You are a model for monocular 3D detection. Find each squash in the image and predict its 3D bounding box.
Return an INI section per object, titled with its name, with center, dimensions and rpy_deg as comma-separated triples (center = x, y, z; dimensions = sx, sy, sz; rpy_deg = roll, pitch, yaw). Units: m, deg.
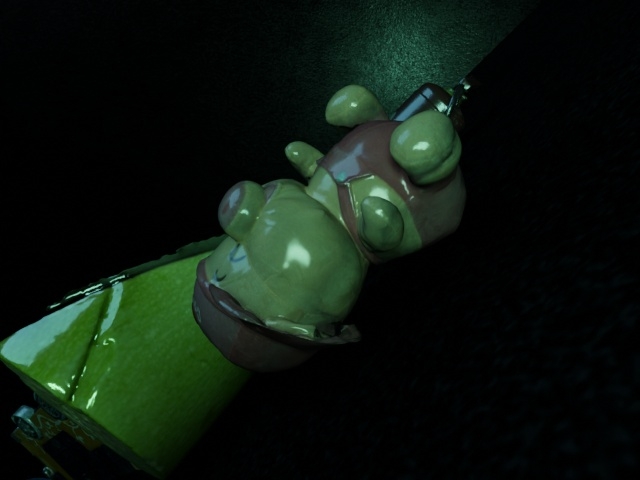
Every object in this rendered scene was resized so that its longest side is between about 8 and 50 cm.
[squash]
center = -0.154, 0.085, 0.601
dimensions = 0.309, 0.210, 0.234
rpy_deg = -55, -9, -31

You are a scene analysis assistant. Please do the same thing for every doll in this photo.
[doll]
center = -0.003, -0.003, 0.426
dimensions = 0.256, 0.152, 0.196
rpy_deg = -46, 2, 4

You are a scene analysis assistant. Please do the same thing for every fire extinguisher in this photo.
[fire extinguisher]
center = 0.123, -0.137, 0.821
dimensions = 0.341, 0.105, 0.141
rpy_deg = -43, 0, 14

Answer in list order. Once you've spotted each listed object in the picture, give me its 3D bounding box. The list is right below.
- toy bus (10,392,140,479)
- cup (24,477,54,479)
[toy bus]
center = -0.361, 0.285, 0.846
dimensions = 0.323, 0.194, 0.162
rpy_deg = -37, 9, 41
[cup]
center = -0.293, 0.315, 0.491
dimensions = 0.176, 0.131, 0.155
rpy_deg = -14, 6, 8
